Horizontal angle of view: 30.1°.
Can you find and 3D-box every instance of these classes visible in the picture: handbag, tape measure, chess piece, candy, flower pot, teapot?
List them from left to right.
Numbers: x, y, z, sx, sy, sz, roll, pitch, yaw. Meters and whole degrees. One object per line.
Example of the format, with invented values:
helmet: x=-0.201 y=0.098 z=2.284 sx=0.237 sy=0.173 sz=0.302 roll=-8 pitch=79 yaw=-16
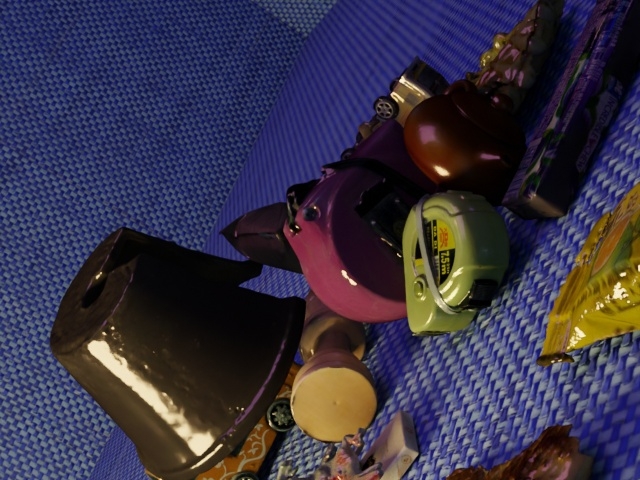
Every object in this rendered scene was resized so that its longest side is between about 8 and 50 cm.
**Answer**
flower pot: x=-0.238 y=0.142 z=1.741 sx=0.379 sy=0.251 sz=0.379 roll=-37 pitch=34 yaw=31
handbag: x=0.000 y=0.000 z=1.833 sx=0.182 sy=0.270 sz=0.117 roll=-2 pitch=83 yaw=55
chess piece: x=0.018 y=0.149 z=1.743 sx=0.117 sy=0.117 sz=0.397 roll=-54 pitch=12 yaw=17
tape measure: x=0.077 y=-0.016 z=1.584 sx=0.231 sy=0.245 sz=0.149 roll=-47 pitch=6 yaw=-30
tape measure: x=0.164 y=0.017 z=1.446 sx=0.154 sy=0.087 sz=0.177 roll=-25 pitch=68 yaw=57
teapot: x=0.200 y=-0.142 z=1.543 sx=0.135 sy=0.178 sz=0.252 roll=-51 pitch=25 yaw=25
candy: x=0.318 y=-0.166 z=1.440 sx=0.312 sy=0.061 sz=0.088 roll=-62 pitch=15 yaw=-13
candy: x=0.295 y=0.016 z=1.066 sx=0.187 sy=0.081 sz=0.297 roll=-62 pitch=13 yaw=-23

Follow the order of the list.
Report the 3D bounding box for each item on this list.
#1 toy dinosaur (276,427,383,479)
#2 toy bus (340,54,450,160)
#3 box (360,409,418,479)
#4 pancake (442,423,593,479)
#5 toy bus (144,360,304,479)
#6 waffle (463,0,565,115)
toy dinosaur: x=-0.011 y=0.316 z=1.464 sx=0.242 sy=0.053 sz=0.167 roll=-47 pitch=21 yaw=16
toy bus: x=0.116 y=-0.171 z=1.943 sx=0.268 sy=0.106 sz=0.092 roll=-57 pitch=0 yaw=40
box: x=0.060 y=0.290 z=1.437 sx=0.167 sy=0.024 sz=0.090 roll=-55 pitch=12 yaw=17
pancake: x=0.156 y=0.265 z=1.131 sx=0.266 sy=0.057 sz=0.244 roll=-52 pitch=5 yaw=8
toy bus: x=-0.146 y=0.290 z=1.883 sx=0.275 sy=0.167 sz=0.138 roll=-61 pitch=13 yaw=-14
waffle: x=0.255 y=-0.217 z=1.773 sx=0.297 sy=0.073 sz=0.317 roll=-61 pitch=5 yaw=-36
